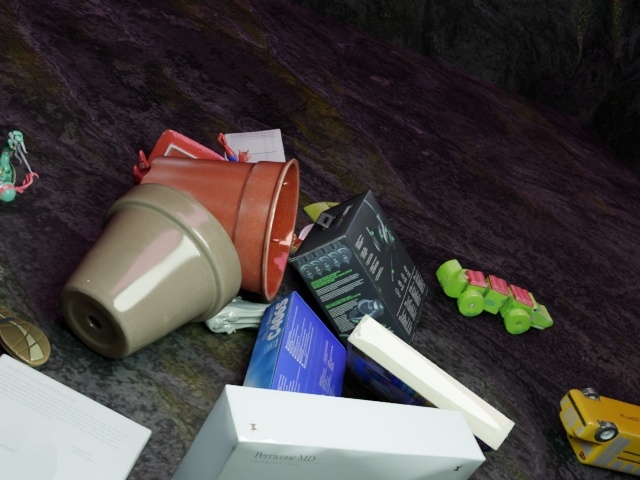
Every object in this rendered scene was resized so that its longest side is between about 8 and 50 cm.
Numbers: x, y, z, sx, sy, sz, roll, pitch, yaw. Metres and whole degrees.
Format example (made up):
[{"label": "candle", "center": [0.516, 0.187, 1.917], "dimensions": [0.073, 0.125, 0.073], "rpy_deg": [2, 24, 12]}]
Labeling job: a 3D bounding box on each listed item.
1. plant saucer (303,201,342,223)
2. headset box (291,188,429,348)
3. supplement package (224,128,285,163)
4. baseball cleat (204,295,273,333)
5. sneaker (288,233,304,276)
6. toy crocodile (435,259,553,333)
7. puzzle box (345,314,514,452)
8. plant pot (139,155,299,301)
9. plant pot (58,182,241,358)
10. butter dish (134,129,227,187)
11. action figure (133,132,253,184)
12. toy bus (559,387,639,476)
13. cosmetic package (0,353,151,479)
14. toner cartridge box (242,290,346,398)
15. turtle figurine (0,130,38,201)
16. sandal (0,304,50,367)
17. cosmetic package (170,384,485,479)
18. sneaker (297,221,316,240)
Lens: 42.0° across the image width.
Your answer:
[{"label": "plant saucer", "center": [0.081, -0.036, 2.071], "dimensions": [0.188, 0.045, 0.188], "rpy_deg": [2, 40, -41]}, {"label": "headset box", "center": [0.084, 0.063, 1.693], "dimensions": [0.283, 0.131, 0.246], "rpy_deg": [58, 26, -15]}, {"label": "supplement package", "center": [-0.142, -0.133, 1.883], "dimensions": [0.139, 0.134, 0.244], "rpy_deg": [-6, 36, -3]}, {"label": "baseball cleat", "center": [-0.136, 0.129, 1.583], "dimensions": [0.206, 0.072, 0.109], "rpy_deg": [9, 28, -40]}, {"label": "sneaker", "center": [-0.055, 0.036, 1.823], "dimensions": [0.185, 0.084, 0.069], "rpy_deg": [22, 42, 39]}, {"label": "toy crocodile", "center": [0.431, 0.137, 2.054], "dimensions": [0.340, 0.105, 0.115], "rpy_deg": [21, 30, -17]}, {"label": "puzzle box", "center": [0.165, 0.261, 1.410], "dimensions": [0.272, 0.052, 0.409], "rpy_deg": [35, -12, 11]}, {"label": "plant pot", "center": [-0.197, -0.042, 1.585], "dimensions": [0.265, 0.272, 0.272], "rpy_deg": [10, 28, 7]}, {"label": "plant pot", "center": [-0.299, 0.073, 1.384], "dimensions": [0.263, 0.263, 0.229], "rpy_deg": [34, 47, 8]}, {"label": "butter dish", "center": [-0.297, -0.142, 1.817], "dimensions": [0.160, 0.160, 0.118], "rpy_deg": [28, 6, -5]}, {"label": "action figure", "center": [-0.233, -0.164, 1.693], "dimensions": [0.280, 0.139, 0.091], "rpy_deg": [7, 40, -3]}, {"label": "toy bus", "center": [0.649, 0.419, 1.778], "dimensions": [0.333, 0.130, 0.108], "rpy_deg": [17, 32, -22]}, {"label": "cosmetic package", "center": [-0.368, 0.296, 1.032], "dimensions": [0.224, 0.138, 0.224], "rpy_deg": [29, 30, -2]}, {"label": "toner cartridge box", "center": [-0.045, 0.249, 1.407], "dimensions": [0.165, 0.075, 0.348], "rpy_deg": [49, 23, -19]}, {"label": "turtle figurine", "center": [-0.622, -0.138, 1.525], "dimensions": [0.175, 0.118, 0.234], "rpy_deg": [-41, 65, -17]}, {"label": "sandal", "center": [-0.478, 0.148, 1.269], "dimensions": [0.180, 0.049, 0.072], "rpy_deg": [27, 19, 27]}, {"label": "cosmetic package", "center": [-0.007, 0.340, 1.138], "dimensions": [0.377, 0.284, 0.097], "rpy_deg": [13, 36, -29]}, {"label": "sneaker", "center": [0.000, 0.000, 1.921], "dimensions": [0.075, 0.057, 0.161], "rpy_deg": [28, 24, 16]}]
